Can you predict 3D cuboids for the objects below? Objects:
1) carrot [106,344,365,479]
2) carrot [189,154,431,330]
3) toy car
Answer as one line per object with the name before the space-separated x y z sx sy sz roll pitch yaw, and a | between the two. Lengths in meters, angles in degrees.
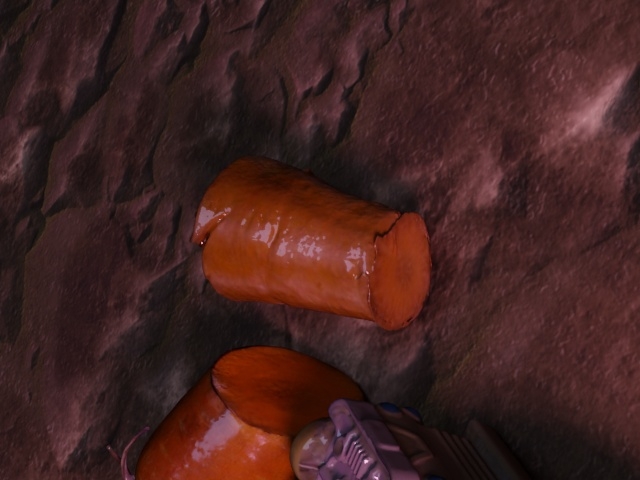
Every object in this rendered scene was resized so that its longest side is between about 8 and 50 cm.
carrot | -0.121 0.276 1.992 0.331 0.214 0.193 -54 43 18
carrot | 0.000 0.000 2.004 0.254 0.196 0.196 9 81 40
toy car | 0.070 0.360 1.806 0.242 0.226 0.336 -127 52 -60
